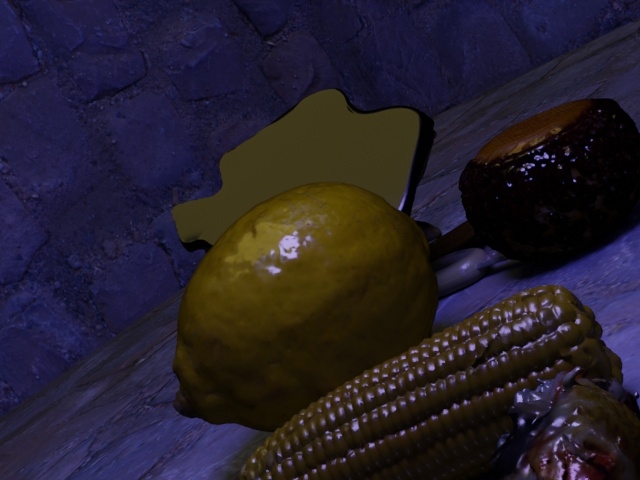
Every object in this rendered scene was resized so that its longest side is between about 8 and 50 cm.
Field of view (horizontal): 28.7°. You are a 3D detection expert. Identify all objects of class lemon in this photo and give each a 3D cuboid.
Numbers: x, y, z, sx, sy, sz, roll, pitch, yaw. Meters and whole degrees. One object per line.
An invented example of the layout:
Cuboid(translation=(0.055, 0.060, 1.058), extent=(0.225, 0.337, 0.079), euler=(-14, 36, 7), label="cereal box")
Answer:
Cuboid(translation=(-0.018, 0.076, 1.441), extent=(0.316, 0.285, 0.285), euler=(-9, -7, -36), label="lemon")

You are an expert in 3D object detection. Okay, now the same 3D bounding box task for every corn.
Cuboid(translation=(0.084, 0.154, 1.054), extent=(0.344, 0.131, 0.131), euler=(-29, 8, 17), label="corn")

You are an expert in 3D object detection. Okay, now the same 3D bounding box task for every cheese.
Cuboid(translation=(0.208, 0.034, 1.696), extent=(0.192, 0.037, 0.097), euler=(-22, 13, 48), label="cheese")

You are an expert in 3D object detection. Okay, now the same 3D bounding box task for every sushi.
Cuboid(translation=(0.171, 0.146, 0.858), extent=(0.103, 0.097, 0.226), euler=(-29, 5, 18), label="sushi")

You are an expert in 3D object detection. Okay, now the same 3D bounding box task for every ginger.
Cuboid(translation=(0.000, 0.000, 1.771), extent=(0.358, 0.211, 0.413), euler=(28, 78, 35), label="ginger")

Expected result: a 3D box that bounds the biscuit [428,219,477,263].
Cuboid(translation=(0.184, 0.013, 1.895), extent=(0.182, 0.034, 0.215), euler=(-32, -2, 37), label="biscuit")

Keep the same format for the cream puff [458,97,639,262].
Cuboid(translation=(0.292, -0.071, 1.555), extent=(0.239, 0.164, 0.239), euler=(-28, 8, 4), label="cream puff")
